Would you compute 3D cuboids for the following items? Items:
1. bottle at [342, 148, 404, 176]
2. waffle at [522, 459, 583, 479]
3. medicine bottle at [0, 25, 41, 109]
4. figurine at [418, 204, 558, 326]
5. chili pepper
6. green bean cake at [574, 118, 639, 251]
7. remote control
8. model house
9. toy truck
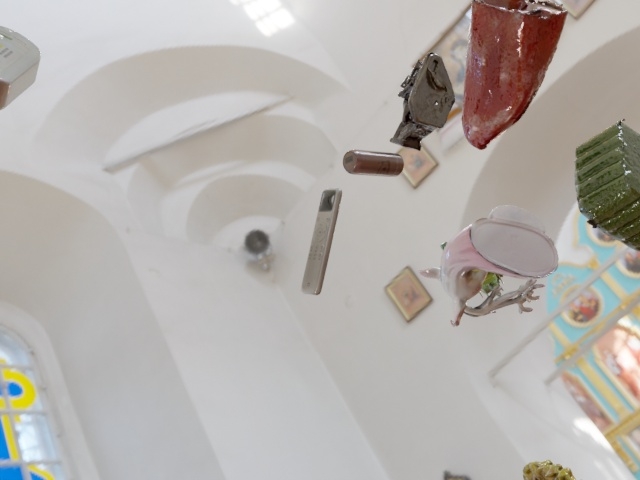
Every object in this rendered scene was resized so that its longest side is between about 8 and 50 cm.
[{"bbox_3d":[0.113,-0.163,1.551,0.140,0.053,0.053,-1,-45,-39],"label":"bottle"},{"bbox_3d":[0.431,0.458,1.288,0.051,0.149,0.194,-34,1,-21],"label":"waffle"},{"bbox_3d":[-0.644,-0.316,1.368,0.161,0.296,0.111,21,-62,-9],"label":"medicine bottle"},{"bbox_3d":[0.356,0.060,1.500,0.284,0.206,0.315,-17,-14,-26],"label":"figurine"},{"bbox_3d":[0.295,-0.262,1.162,0.136,0.144,0.252,-55,-27,-65],"label":"chili pepper"},{"bbox_3d":[0.717,-0.116,1.690,0.250,0.247,0.156,29,-41,-22],"label":"green bean cake"},{"bbox_3d":[0.000,0.000,1.729,0.029,0.067,0.261,19,-100,-37],"label":"remote control"},{"bbox_3d":[0.224,-0.309,1.718,0.141,0.203,0.164,40,-31,-17],"label":"model house"},{"bbox_3d":[0.431,0.069,1.973,0.128,0.135,0.259,-33,-44,7],"label":"toy truck"}]
